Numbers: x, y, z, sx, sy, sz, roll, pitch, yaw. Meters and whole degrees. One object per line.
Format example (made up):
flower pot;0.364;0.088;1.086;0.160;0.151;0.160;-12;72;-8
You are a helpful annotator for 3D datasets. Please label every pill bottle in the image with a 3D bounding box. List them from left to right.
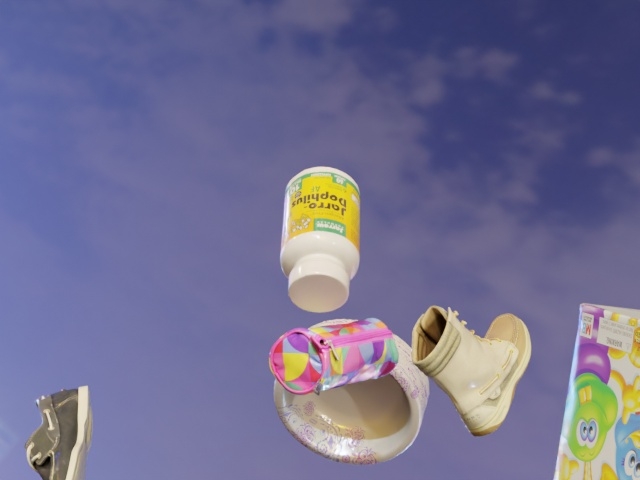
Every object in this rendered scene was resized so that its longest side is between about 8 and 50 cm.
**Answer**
pill bottle;0.000;0.000;1.663;0.117;0.208;0.118;2;-43;2

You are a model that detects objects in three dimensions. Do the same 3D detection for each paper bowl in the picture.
paper bowl;0.064;0.273;2.133;0.284;0.148;0.284;8;-57;13

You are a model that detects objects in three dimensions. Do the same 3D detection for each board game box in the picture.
board game box;0.288;0.203;0.923;0.144;0.275;0.142;7;4;-21

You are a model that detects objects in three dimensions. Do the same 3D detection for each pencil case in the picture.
pencil case;0.026;0.169;1.662;0.104;0.104;0.236;24;13;28

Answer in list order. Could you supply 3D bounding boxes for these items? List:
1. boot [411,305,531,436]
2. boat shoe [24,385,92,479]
boot;0.208;0.142;1.561;0.077;0.213;0.165;-24;-63;41
boat shoe;-0.330;0.272;1.406;0.079;0.233;0.084;0;-58;-8
